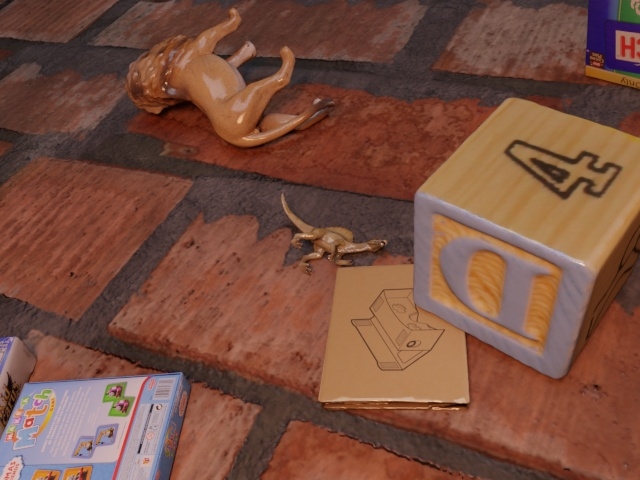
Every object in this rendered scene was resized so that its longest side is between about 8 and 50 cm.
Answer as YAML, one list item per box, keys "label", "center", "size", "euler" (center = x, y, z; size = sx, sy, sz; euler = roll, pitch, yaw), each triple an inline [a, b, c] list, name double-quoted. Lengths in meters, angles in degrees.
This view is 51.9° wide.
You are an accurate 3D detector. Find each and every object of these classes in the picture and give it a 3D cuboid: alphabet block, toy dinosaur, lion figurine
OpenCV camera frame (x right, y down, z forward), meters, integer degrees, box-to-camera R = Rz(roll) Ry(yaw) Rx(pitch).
- label: "alphabet block"
  center: [0.233, -0.008, 0.718]
  size: [0.193, 0.192, 0.197]
  euler: [29, 56, 28]
- label: "toy dinosaur"
  center: [0.000, 0.000, 0.911]
  size: [0.183, 0.053, 0.092]
  euler: [22, 40, 25]
- label: "lion figurine"
  center: [-0.174, -0.260, 1.155]
  size: [0.240, 0.142, 0.392]
  euler: [-40, 52, -12]

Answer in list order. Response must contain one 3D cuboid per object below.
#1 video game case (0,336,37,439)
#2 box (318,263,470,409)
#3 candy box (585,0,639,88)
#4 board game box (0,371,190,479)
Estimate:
- label: "video game case"
  center: [-0.515, 0.247, 0.801]
  size: [0.269, 0.061, 0.244]
  euler: [-10, 45, 7]
- label: "box"
  center: [0.091, 0.108, 0.783]
  size: [0.164, 0.021, 0.201]
  euler: [-4, 44, 14]
- label: "candy box"
  center: [0.517, -0.357, 0.906]
  size: [0.268, 0.317, 0.122]
  euler: [29, 61, 38]
- label: "board game box"
  center: [-0.268, 0.233, 0.754]
  size: [0.211, 0.039, 0.160]
  euler: [-5, 45, 11]
